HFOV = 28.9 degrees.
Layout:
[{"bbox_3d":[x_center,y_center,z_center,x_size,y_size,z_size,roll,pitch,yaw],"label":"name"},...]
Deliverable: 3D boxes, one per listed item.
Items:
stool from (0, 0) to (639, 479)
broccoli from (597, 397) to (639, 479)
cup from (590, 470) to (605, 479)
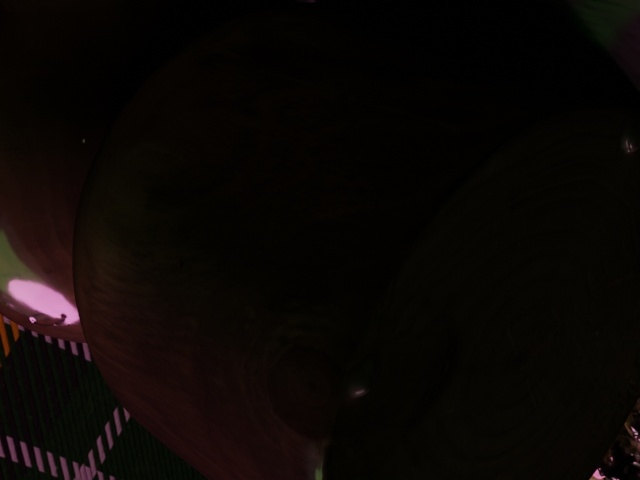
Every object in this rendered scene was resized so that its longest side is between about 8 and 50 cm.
[{"bbox_3d":[-0.022,-0.007,0.471,0.264,0.179,0.179,29,177,40],"label":"stool"},{"bbox_3d":[0.209,0.091,0.864,0.122,0.118,0.204,18,-160,-29],"label":"broccoli"},{"bbox_3d":[0.207,0.151,1.178,0.288,0.203,0.203,23,175,19],"label":"cup"}]
